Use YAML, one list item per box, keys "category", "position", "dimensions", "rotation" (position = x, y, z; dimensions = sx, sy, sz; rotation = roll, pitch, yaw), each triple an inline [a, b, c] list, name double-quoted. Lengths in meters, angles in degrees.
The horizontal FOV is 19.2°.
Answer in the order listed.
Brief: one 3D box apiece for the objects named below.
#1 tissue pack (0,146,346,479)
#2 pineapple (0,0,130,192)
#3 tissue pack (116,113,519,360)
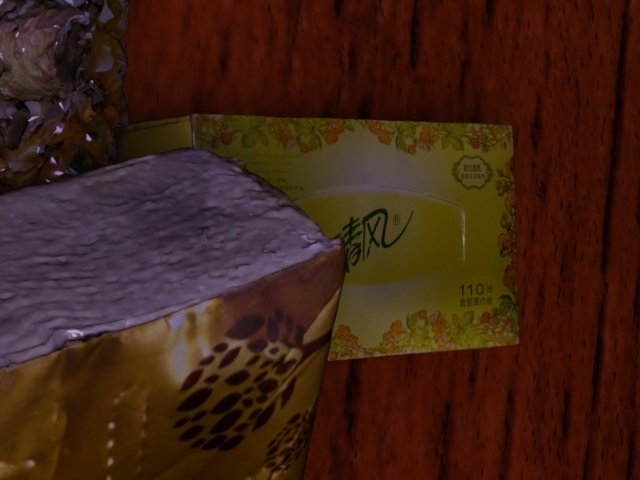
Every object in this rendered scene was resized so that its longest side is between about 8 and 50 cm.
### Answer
- category: "tissue pack"
  position: [-0.094, 0.097, 0.587]
  dimensions: [0.183, 0.092, 0.226]
  rotation: [-17, 129, -38]
- category: "pineapple"
  position: [-0.112, -0.059, 0.599]
  dimensions: [0.161, 0.137, 0.176]
  rotation: [7, 85, -42]
- category: "tissue pack"
  position: [0.000, 0.000, 0.753]
  dimensions: [0.176, 0.062, 0.095]
  rotation: [0, 89, -44]
